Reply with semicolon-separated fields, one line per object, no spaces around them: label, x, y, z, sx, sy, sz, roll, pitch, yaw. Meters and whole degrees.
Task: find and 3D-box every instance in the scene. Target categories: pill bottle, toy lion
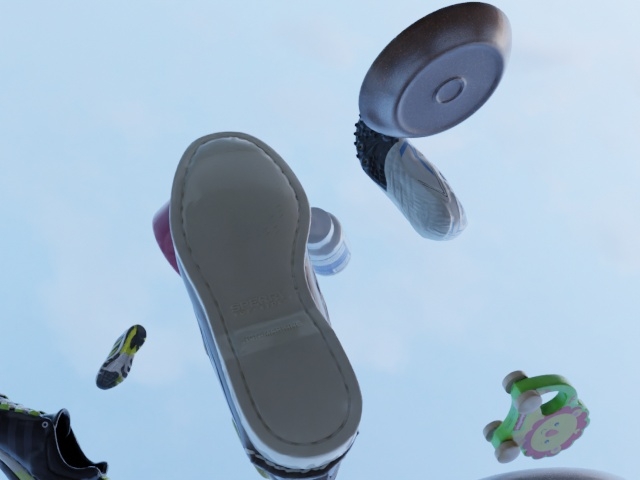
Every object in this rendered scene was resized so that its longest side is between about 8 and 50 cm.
pill bottle;0.000;0.000;1.167;0.067;0.120;0.067;-3;-109;10
toy lion;0.198;0.157;0.799;0.096;0.100;0.034;-4;-142;-20

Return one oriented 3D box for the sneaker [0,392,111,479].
sneaker;-0.329;0.219;1.043;0.234;0.084;0.097;42;-84;9

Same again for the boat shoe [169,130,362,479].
boat shoe;-0.049;0.048;0.725;0.116;0.097;0.324;-12;-128;-13

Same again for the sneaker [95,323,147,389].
sneaker;-0.226;0.133;1.023;0.031;0.035;0.083;40;-110;-16

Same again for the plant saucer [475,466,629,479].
plant saucer;0.263;0.342;1.101;0.310;0.311;0.050;-1;-125;0

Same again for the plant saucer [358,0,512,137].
plant saucer;0.139;-0.180;1.025;0.198;0.199;0.036;-19;-122;-18

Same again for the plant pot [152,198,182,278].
plant pot;-0.141;-0.028;1.470;0.180;0.201;0.201;-41;-136;18

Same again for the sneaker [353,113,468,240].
sneaker;0.128;-0.096;1.318;0.086;0.085;0.237;0;-127;-58
